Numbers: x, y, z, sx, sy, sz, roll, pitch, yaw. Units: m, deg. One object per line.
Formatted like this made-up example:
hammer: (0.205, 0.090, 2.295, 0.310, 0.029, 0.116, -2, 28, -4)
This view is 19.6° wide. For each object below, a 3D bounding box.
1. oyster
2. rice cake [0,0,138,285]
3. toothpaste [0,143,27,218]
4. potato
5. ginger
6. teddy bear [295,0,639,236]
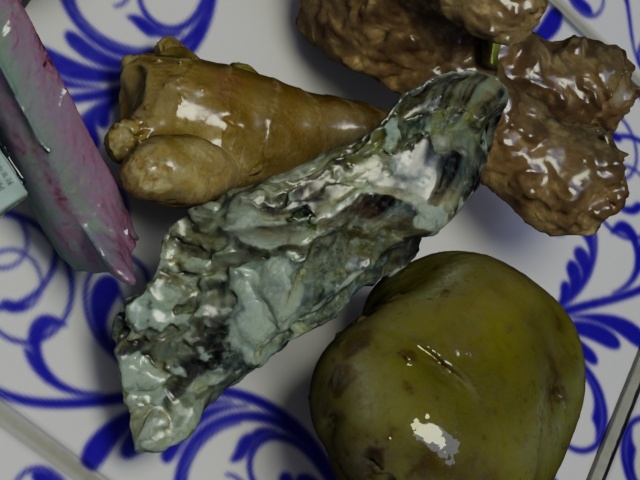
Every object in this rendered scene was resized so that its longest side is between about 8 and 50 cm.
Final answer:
oyster: (-0.002, -0.003, 1.048, 0.252, 0.199, 0.087, -23, 63, -41)
rice cake: (-0.162, -0.095, 0.961, 0.051, 0.081, 0.290, -36, 124, -16)
toothpaste: (-0.278, -0.140, 0.947, 0.067, 0.081, 0.336, -38, 100, -35)
potato: (0.075, 0.098, 1.089, 0.200, 0.137, 0.154, -50, 148, -47)
ginger: (-0.048, -0.065, 1.095, 0.205, 0.115, 0.081, -2, 114, -42)
teddy bear: (0.113, -0.179, 1.149, 0.296, 0.222, 0.246, 30, 33, -12)
